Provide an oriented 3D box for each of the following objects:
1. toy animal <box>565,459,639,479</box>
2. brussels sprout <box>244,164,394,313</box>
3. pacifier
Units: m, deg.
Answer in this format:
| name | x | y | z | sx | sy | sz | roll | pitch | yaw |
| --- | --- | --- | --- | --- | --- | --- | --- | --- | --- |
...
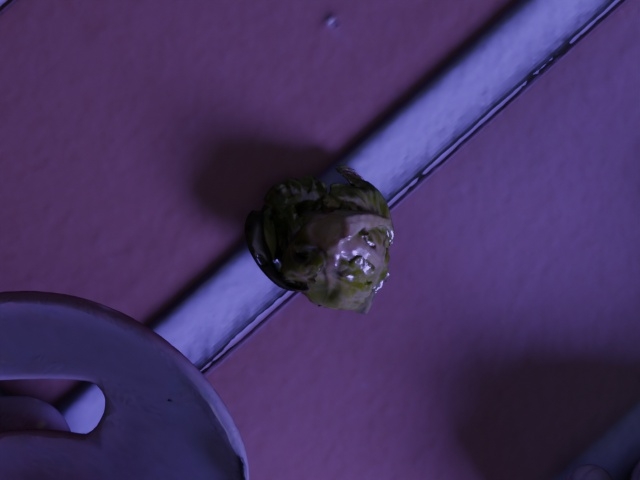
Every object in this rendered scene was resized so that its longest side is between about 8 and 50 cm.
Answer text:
| name | x | y | z | sx | sy | sz | roll | pitch | yaw |
| --- | --- | --- | --- | --- | --- | --- | --- | --- | --- |
| toy animal | 0.239 | 0.139 | 1.031 | 0.221 | 0.104 | 0.130 | -36 | 89 | -9 |
| brussels sprout | 0.000 | 0.000 | 1.006 | 0.085 | 0.058 | 0.085 | 0 | 85 | 5 |
| pacifier | -0.151 | 0.192 | 0.914 | 0.220 | 0.273 | 0.332 | -3 | 91 | -24 |
